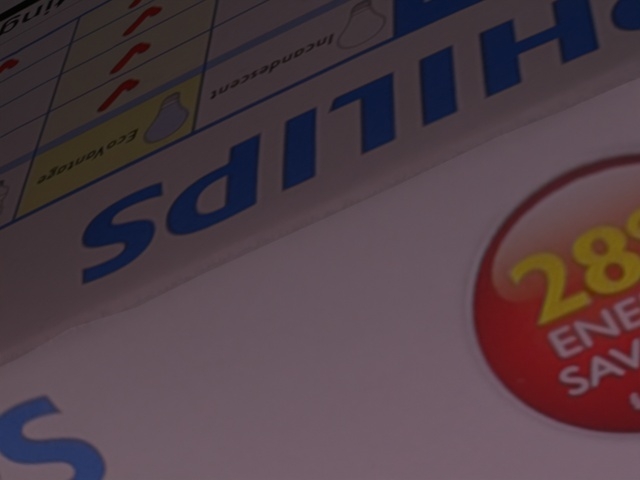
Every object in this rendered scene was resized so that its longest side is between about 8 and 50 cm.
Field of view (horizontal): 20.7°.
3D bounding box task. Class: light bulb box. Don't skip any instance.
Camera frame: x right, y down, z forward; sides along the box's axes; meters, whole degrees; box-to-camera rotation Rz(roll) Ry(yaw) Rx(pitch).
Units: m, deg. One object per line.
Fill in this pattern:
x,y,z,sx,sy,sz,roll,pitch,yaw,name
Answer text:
0.000,0.000,0.578,0.225,0.358,0.361,56,20,-29,light bulb box
